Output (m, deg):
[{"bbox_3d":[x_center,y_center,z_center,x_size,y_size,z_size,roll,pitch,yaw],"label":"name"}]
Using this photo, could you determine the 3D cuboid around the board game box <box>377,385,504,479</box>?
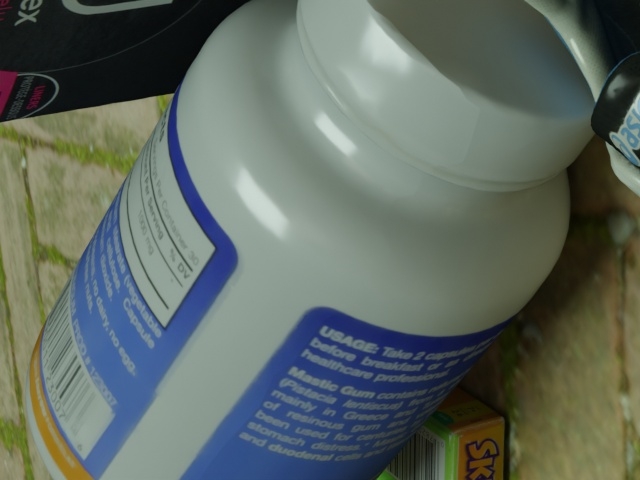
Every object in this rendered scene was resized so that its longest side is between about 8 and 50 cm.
[{"bbox_3d":[0.003,0.094,0.891,0.259,0.039,0.124,30,127,53],"label":"board game box"}]

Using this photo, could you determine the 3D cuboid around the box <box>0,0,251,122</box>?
[{"bbox_3d":[-0.085,-0.148,0.689,0.143,0.270,0.165,66,152,21],"label":"box"}]

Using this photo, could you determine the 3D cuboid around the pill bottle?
[{"bbox_3d":[0.000,0.000,0.703,0.272,0.152,0.152,-54,53,41],"label":"pill bottle"}]

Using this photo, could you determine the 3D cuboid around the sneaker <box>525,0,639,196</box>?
[{"bbox_3d":[0.132,-0.016,0.533,0.237,0.086,0.085,58,146,31],"label":"sneaker"}]
